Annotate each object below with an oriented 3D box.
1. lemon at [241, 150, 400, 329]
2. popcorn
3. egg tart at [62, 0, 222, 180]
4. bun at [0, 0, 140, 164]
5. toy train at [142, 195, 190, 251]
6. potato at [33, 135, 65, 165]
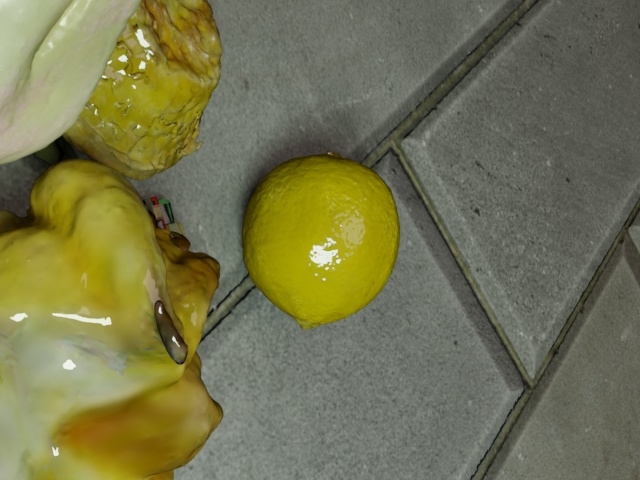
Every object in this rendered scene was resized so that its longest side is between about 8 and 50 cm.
[{"bbox_3d":[0.000,0.000,1.044,0.178,0.178,0.203,18,78,-40],"label":"lemon"},{"bbox_3d":[-0.216,0.106,0.775,0.315,0.281,0.297,-33,114,-3],"label":"popcorn"},{"bbox_3d":[-0.183,-0.199,0.902,0.294,0.123,0.294,45,33,-41],"label":"egg tart"},{"bbox_3d":[-0.273,-0.228,0.659,0.213,0.361,0.361,7,75,-53],"label":"bun"},{"bbox_3d":[-0.166,0.017,0.971,0.087,0.050,0.138,-19,92,-49],"label":"toy train"},{"bbox_3d":[-0.274,-0.162,0.887,0.149,0.081,0.120,37,59,-32],"label":"potato"}]
